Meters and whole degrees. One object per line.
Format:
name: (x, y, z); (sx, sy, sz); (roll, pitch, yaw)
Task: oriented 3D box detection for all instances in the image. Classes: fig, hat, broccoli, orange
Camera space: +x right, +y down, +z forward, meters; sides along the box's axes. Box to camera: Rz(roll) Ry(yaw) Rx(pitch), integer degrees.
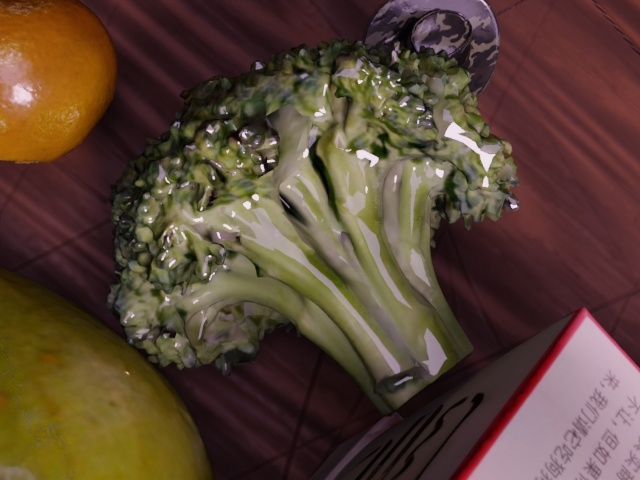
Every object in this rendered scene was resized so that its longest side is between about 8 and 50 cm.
fig: (-0.224, 0.145, 0.790); (0.258, 0.258, 0.326); (-36, 65, -10)
hat: (0.096, -0.161, 0.959); (0.121, 0.050, 0.121); (2, 81, -9)
broccoli: (-0.001, -0.015, 0.835); (0.260, 0.288, 0.235); (38, 40, -8)
orange: (-0.227, -0.120, 0.869); (0.154, 0.155, 0.134); (-3, 125, -8)

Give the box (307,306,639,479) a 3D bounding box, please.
box: (0.106, 0.280, 0.731); (0.312, 0.300, 0.314); (47, 48, 0)
